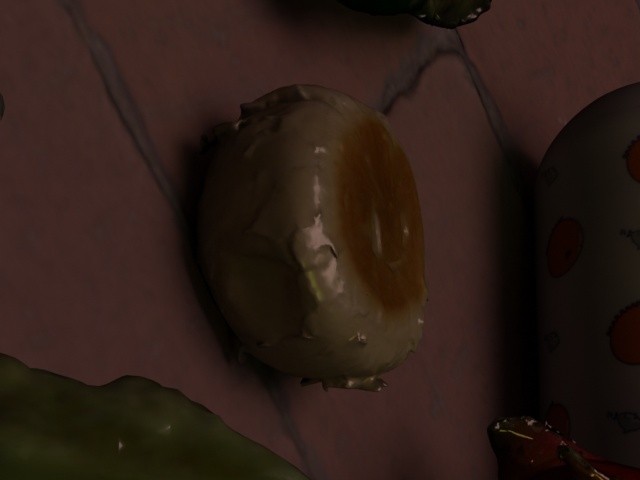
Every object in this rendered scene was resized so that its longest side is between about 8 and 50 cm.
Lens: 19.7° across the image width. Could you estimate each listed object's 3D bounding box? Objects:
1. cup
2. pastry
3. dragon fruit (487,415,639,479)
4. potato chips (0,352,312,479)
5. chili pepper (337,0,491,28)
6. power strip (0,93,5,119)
[{"bbox_3d":[0.252,0.058,1.259,0.212,0.212,0.317,37,46,-49],"label":"cup"},{"bbox_3d":[0.000,0.000,0.974,0.166,0.088,0.166,28,56,-54],"label":"pastry"},{"bbox_3d":[0.124,0.203,1.032,0.269,0.200,0.198,11,52,-24],"label":"dragon fruit"},{"bbox_3d":[-0.065,0.250,0.508,0.389,0.097,0.373,41,63,-1],"label":"potato chips"},{"bbox_3d":[0.040,-0.206,1.128,0.264,0.116,0.148,-16,119,-65],"label":"chili pepper"},{"bbox_3d":[-0.213,-0.033,0.654,0.270,0.046,0.118,-43,112,-57],"label":"power strip"}]
